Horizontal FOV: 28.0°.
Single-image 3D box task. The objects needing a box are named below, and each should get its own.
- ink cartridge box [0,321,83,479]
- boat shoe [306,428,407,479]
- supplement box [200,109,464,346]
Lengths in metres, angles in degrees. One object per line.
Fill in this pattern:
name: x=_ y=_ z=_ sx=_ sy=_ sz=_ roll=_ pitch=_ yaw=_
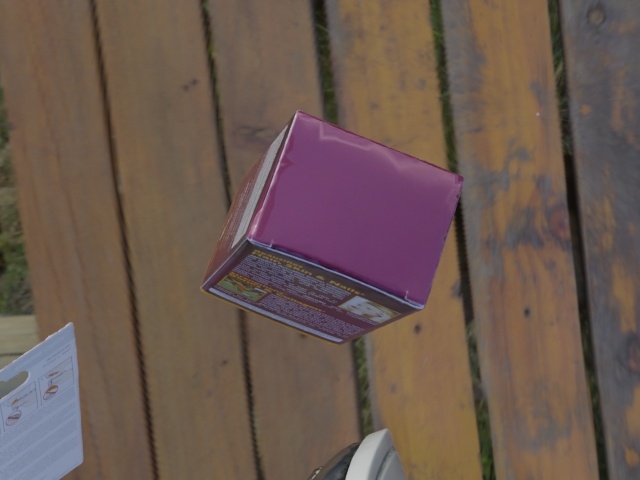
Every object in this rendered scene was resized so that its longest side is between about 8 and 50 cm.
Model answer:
ink cartridge box: x=-0.243 y=0.143 z=0.933 sx=0.045 sy=0.145 sz=0.179 roll=35 pitch=142 yaw=26
boat shoe: x=-0.013 y=0.161 z=0.488 sx=0.091 sy=0.302 sz=0.114 roll=-13 pitch=100 yaw=11
supplement box: x=0.000 y=0.000 z=0.766 sx=0.104 sy=0.188 sz=0.080 roll=22 pitch=75 yaw=-9
